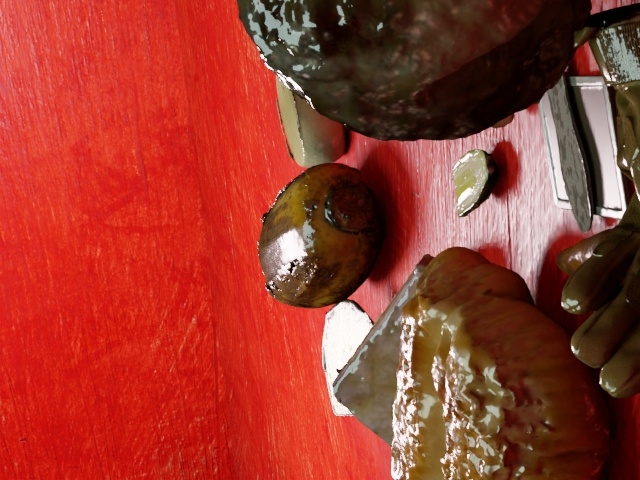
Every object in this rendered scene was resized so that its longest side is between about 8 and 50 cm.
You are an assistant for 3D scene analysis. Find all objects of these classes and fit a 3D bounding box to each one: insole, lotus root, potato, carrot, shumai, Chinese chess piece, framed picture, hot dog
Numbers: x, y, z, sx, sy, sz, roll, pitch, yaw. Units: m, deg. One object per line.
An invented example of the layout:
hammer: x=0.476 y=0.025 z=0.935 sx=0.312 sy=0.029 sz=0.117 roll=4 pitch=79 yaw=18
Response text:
insole: x=0.249 y=-0.102 z=1.552 sx=0.065 sy=0.006 sz=0.193 roll=174 pitch=84 yaw=-78
lotus root: x=0.000 y=0.000 z=2.411 sx=0.397 sy=0.179 sz=0.196 roll=127 pitch=145 yaw=-68
potato: x=0.161 y=0.148 z=2.046 sx=0.264 sy=0.211 sz=0.189 roll=-58 pitch=-7 yaw=25
carrot: x=0.272 y=0.017 z=1.549 sx=0.191 sy=0.047 sz=0.047 roll=139 pitch=117 yaw=-81
shumai: x=0.145 y=-0.298 z=1.283 sx=0.348 sy=0.395 sz=0.395 roll=-22 pitch=80 yaw=55
Chinese chess piece: x=-0.016 y=-0.211 z=2.473 sx=0.188 sy=0.083 sz=0.188 roll=167 pitch=90 yaw=-80
framed picture: x=0.262 y=-0.095 z=1.544 sx=0.183 sy=0.011 sz=0.142 roll=-159 pitch=58 yaw=-75
hot dog: x=0.196 y=0.202 z=1.735 sx=0.367 sy=0.196 sz=0.365 roll=-130 pitch=28 yaw=-53

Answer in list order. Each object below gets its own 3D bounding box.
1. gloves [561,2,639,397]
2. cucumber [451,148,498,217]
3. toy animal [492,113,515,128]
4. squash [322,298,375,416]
gloves: x=0.281 y=-0.030 z=1.250 sx=0.154 sy=0.141 sz=0.331 roll=-11 pitch=81 yaw=52
cucumber: x=0.190 y=-0.072 z=1.822 sx=0.107 sy=0.035 sz=0.067 roll=135 pitch=133 yaw=-69
toy animal: x=0.145 y=-0.205 z=1.726 sx=0.169 sy=0.121 sz=0.233 roll=-101 pitch=10 yaw=-51
squash: x=0.080 y=0.180 z=2.416 sx=0.192 sy=0.085 sz=0.184 roll=-13 pitch=84 yaw=61
